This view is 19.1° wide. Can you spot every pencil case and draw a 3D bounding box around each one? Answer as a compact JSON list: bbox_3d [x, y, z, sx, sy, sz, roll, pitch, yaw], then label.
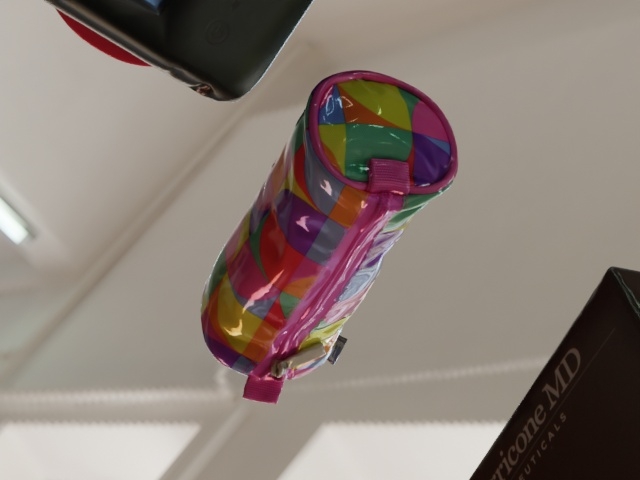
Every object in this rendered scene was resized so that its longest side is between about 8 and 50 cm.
[{"bbox_3d":[0.000,0.000,1.161,0.104,0.104,0.236,37,-39,7],"label":"pencil case"}]

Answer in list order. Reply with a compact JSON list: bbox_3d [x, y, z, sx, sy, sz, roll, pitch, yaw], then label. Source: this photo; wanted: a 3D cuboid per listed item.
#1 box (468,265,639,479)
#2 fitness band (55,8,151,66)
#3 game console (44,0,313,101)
[{"bbox_3d":[0.219,0.209,0.963,0.143,0.381,0.191,13,-57,-25],"label":"box"},{"bbox_3d":[-0.155,-0.287,1.584,0.209,0.054,0.291,-21,-77,17],"label":"fitness band"},{"bbox_3d":[-0.089,-0.297,1.169,0.386,0.342,0.060,29,2,-44],"label":"game console"}]
